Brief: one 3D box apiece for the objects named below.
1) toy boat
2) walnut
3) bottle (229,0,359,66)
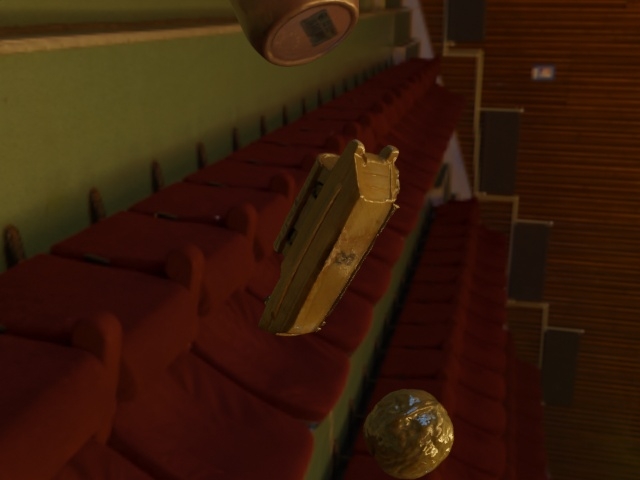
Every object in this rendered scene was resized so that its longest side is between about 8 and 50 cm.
[{"bbox_3d":[0.000,0.000,0.748,0.068,0.088,0.226,4,125,-41],"label":"toy boat"},{"bbox_3d":[0.086,0.190,0.770,0.092,0.092,0.092,5,90,-77],"label":"walnut"},{"bbox_3d":[-0.031,-0.149,0.357,0.140,0.053,0.053,66,6,16],"label":"bottle"}]
